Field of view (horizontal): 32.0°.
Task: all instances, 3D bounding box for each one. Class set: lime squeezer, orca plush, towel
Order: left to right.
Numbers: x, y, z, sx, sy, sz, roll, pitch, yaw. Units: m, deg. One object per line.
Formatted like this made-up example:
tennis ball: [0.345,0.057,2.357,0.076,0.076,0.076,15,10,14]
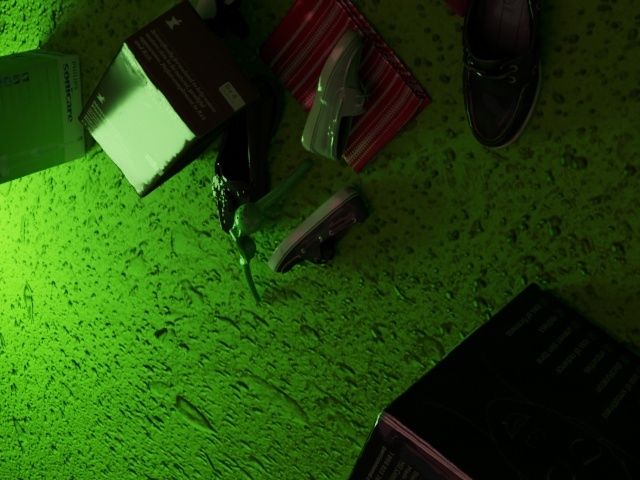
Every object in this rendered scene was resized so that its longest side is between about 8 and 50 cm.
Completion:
orca plush: [-0.174,-0.345,1.873,0.102,0.151,0.287,21,127,-12]
lime squeezer: [-0.112,-0.013,1.949,0.059,0.110,0.310,39,125,28]
towel: [0.031,-0.268,1.803,0.275,0.031,0.199,51,128,8]

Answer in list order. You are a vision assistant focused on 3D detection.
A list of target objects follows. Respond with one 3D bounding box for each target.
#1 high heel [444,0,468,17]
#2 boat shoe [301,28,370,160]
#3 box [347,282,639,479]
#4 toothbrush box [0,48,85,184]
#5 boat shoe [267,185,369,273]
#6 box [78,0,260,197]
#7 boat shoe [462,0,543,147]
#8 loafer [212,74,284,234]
high heel: [0.123,-0.415,1.654,0.244,0.082,0.117,17,107,14]
boat shoe: [0.038,-0.224,1.756,0.081,0.079,0.228,29,130,11]
box: [0.335,0.372,1.548,0.471,0.480,0.297,35,125,20]
toothbrush box: [-0.582,-0.230,2.077,0.122,0.283,0.206,13,115,31]
boat shoe: [0.000,0.000,1.899,0.228,0.080,0.076,-42,80,30]
box: [-0.261,-0.220,1.846,0.191,0.143,0.381,52,153,-3]
boat shoe: [0.255,-0.285,1.588,0.127,0.113,0.340,25,120,25]
loafer: [-0.144,-0.139,1.928,0.109,0.095,0.303,28,121,24]
